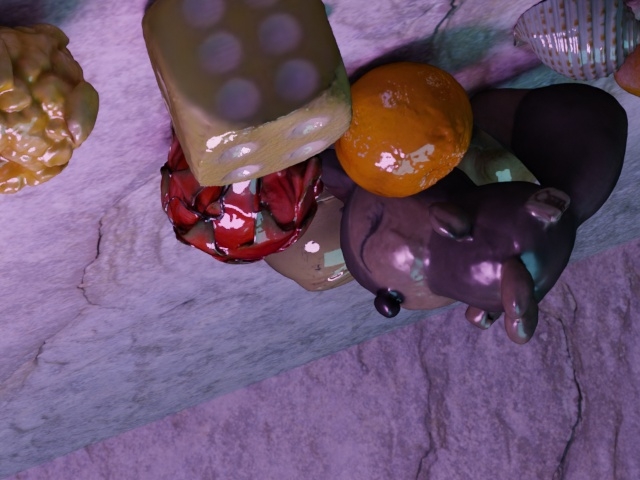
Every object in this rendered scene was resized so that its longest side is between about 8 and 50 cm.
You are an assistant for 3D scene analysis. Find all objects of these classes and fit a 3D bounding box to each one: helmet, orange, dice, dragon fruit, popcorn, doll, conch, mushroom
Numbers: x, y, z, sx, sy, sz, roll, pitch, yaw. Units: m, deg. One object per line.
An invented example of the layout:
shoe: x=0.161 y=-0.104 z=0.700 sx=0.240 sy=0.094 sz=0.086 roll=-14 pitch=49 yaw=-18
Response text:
helmet: x=-0.003 y=0.005 z=2.456 sx=0.258 sy=0.137 sz=0.204 roll=-23 pitch=167 yaw=5
orange: x=0.099 y=-0.136 z=2.032 sx=0.178 sy=0.155 sz=0.177 roll=-25 pitch=174 yaw=-3
dice: x=-0.072 y=-0.162 z=1.630 sx=0.166 sy=0.169 sz=0.169 roll=-21 pitch=167 yaw=-7
dragon fruit: x=-0.091 y=-0.074 z=1.948 sx=0.192 sy=0.193 sz=0.274 roll=6 pitch=164 yaw=-1
popcorn: x=-0.282 y=-0.128 z=1.527 sx=0.163 sy=0.140 sz=0.194 roll=-13 pitch=156 yaw=-3
doll: x=0.200 y=-0.045 z=2.227 sx=0.378 sy=0.382 sz=0.252 roll=-42 pitch=135 yaw=-31
conch: x=0.324 y=-0.251 z=2.064 sx=0.153 sy=0.102 sz=0.135 roll=-19 pitch=152 yaw=-10
mushroom: x=0.248 y=-0.119 z=2.416 sx=0.148 sy=0.148 sz=0.112 roll=-11 pitch=123 yaw=-39

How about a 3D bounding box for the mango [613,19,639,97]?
mango: x=0.528 y=-0.274 z=2.048 sx=0.199 sy=0.221 sz=0.384 roll=40 pitch=131 yaw=-24
